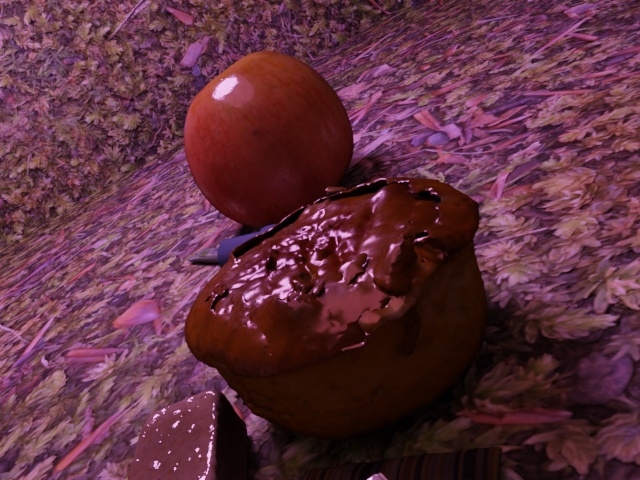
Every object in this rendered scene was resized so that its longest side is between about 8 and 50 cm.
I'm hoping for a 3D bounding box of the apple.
[{"bbox_3d":[-0.116,-0.220,1.349,0.364,0.363,0.364,-23,23,11],"label":"apple"}]

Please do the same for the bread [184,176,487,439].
[{"bbox_3d":[0.031,0.070,0.749,0.358,0.204,0.337,-2,36,52],"label":"bread"}]

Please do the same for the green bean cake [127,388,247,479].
[{"bbox_3d":[-0.144,0.255,0.697,0.109,0.085,0.179,-24,24,4],"label":"green bean cake"}]

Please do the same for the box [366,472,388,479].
[{"bbox_3d":[-0.066,0.303,0.368,0.343,0.200,0.065,-35,51,-18],"label":"box"}]

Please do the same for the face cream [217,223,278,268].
[{"bbox_3d":[0.000,0.000,1.080,0.386,0.086,0.135,-11,28,25],"label":"face cream"}]

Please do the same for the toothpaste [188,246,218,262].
[{"bbox_3d":[-0.215,0.030,1.317,0.048,0.029,0.197,-42,24,-30],"label":"toothpaste"}]

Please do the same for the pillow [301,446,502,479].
[{"bbox_3d":[0.062,0.238,0.566,0.204,0.038,0.113,-17,25,22],"label":"pillow"}]
